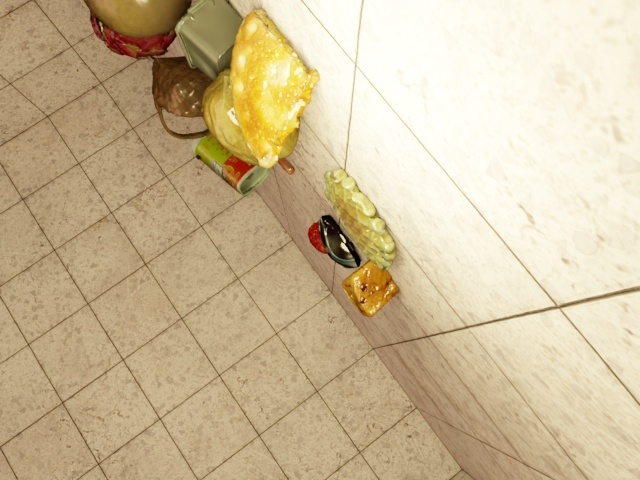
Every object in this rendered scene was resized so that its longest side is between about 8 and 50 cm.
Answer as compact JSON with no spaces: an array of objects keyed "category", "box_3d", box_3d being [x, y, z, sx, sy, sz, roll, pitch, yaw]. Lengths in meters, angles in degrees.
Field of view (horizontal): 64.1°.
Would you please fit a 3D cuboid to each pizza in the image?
[{"category":"pizza","box_3d":[-0.096,-0.324,1.096,0.226,0.086,0.335,3,103,31]}]

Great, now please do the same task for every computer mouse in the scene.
[{"category":"computer mouse","box_3d":[0.057,0.015,1.883,0.233,0.096,0.137,54,173,-3]}]

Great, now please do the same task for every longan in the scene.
[{"category":"longan","box_3d":[-0.502,-0.706,1.375,0.319,0.319,0.319,53,173,10]}]

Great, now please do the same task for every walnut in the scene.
[{"category":"walnut","box_3d":[-0.166,-0.314,1.309,0.283,0.227,0.283,53,-177,-4]}]

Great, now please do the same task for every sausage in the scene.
[{"category":"sausage","box_3d":[-0.150,-0.309,1.966,0.158,0.036,0.042,50,160,33]}]

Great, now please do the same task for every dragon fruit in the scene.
[{"category":"dragon fruit","box_3d":[-0.689,-0.831,1.900,0.329,0.329,0.329,53,173,10]}]

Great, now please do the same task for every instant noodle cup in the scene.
[{"category":"instant noodle cup","box_3d":[-0.417,-0.396,2.478,0.308,0.294,0.294,46,171,13]}]

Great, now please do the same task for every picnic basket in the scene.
[{"category":"picnic basket","box_3d":[-0.520,-0.549,2.058,0.337,0.293,0.337,38,136,49]}]

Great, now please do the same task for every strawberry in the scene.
[{"category":"strawberry","box_3d":[0.000,0.000,2.110,0.187,0.082,0.146,-122,12,-55]}]

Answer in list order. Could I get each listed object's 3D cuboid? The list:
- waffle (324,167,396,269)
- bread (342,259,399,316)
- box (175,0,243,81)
[{"category":"waffle","box_3d":[0.105,-0.057,1.401,0.309,0.056,0.292,54,173,8]},{"category":"bread","box_3d":[0.162,0.154,1.679,0.149,0.143,0.158,54,169,4]},{"category":"box","box_3d":[-0.260,-0.507,1.331,0.135,0.163,0.243,45,171,3]}]
